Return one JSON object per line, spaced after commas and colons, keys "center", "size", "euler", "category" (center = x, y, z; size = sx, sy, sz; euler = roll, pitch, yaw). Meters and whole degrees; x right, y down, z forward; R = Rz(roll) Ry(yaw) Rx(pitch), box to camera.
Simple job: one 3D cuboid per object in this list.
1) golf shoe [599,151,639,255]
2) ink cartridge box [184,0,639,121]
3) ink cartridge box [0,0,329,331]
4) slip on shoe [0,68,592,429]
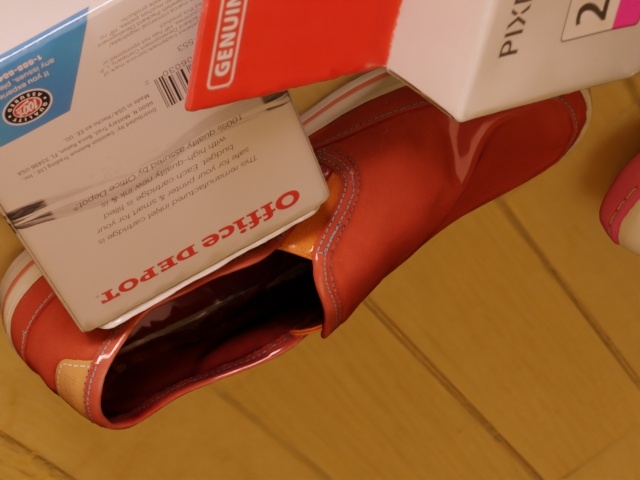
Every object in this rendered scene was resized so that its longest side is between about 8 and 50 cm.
{"center": [0.313, -0.015, 1.199], "size": [0.306, 0.140, 0.115], "euler": [-5, 138, -30], "category": "golf shoe"}
{"center": [0.073, -0.178, 0.820], "size": [0.239, 0.060, 0.275], "euler": [-18, 133, -39], "category": "ink cartridge box"}
{"center": [-0.091, -0.063, 0.890], "size": [0.140, 0.082, 0.190], "euler": [-29, 145, -4], "category": "ink cartridge box"}
{"center": [0.000, 0.000, 1.018], "size": [0.331, 0.101, 0.123], "euler": [-25, 142, -11], "category": "slip on shoe"}
